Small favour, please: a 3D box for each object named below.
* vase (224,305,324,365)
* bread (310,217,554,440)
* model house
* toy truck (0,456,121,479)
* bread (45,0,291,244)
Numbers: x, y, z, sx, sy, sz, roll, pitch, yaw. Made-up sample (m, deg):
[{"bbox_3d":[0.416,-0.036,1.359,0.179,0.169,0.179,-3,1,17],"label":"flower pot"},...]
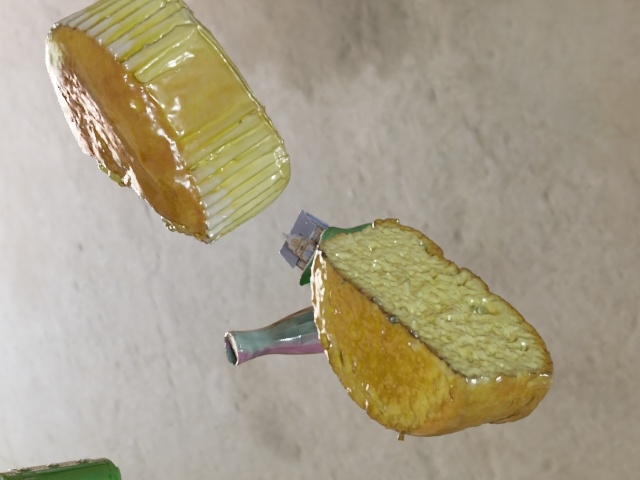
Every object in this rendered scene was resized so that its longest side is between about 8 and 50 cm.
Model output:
[{"bbox_3d":[-0.048,0.154,2.043,0.086,0.214,0.086,37,133,55],"label":"vase"},{"bbox_3d":[0.120,0.135,1.557,0.340,0.194,0.179,42,128,34],"label":"bread"},{"bbox_3d":[0.000,0.000,2.031,0.088,0.167,0.117,37,114,26],"label":"model house"},{"bbox_3d":[-0.363,0.345,1.575,0.101,0.242,0.125,8,100,53],"label":"toy truck"},{"bbox_3d":[-0.149,-0.115,1.179,0.250,0.133,0.179,57,156,-13],"label":"bread"}]
